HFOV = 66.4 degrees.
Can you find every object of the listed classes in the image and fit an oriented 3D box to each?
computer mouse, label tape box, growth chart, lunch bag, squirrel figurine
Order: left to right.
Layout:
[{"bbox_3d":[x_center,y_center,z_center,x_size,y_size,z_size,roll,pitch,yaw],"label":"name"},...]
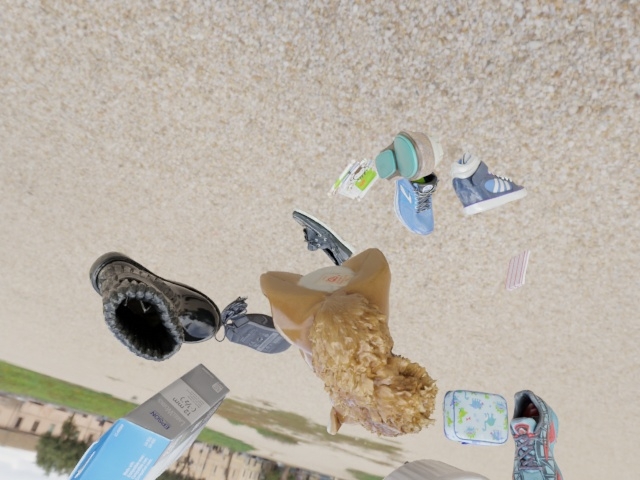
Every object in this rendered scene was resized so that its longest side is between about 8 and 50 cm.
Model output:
[{"bbox_3d":[-0.378,0.448,1.064,0.115,0.249,0.347,39,-161,8],"label":"label tape box"},{"bbox_3d":[-0.195,0.252,1.442,0.272,0.072,0.188,31,119,-34],"label":"computer mouse"},{"bbox_3d":[0.064,0.259,1.015,0.280,0.371,0.397,-15,-160,-9],"label":"squirrel figurine"},{"bbox_3d":[0.128,-0.212,1.691,0.021,0.172,0.237,44,-161,27],"label":"growth chart"},{"bbox_3d":[0.527,0.607,1.667,0.218,0.176,0.090,10,155,-13],"label":"lunch bag"}]

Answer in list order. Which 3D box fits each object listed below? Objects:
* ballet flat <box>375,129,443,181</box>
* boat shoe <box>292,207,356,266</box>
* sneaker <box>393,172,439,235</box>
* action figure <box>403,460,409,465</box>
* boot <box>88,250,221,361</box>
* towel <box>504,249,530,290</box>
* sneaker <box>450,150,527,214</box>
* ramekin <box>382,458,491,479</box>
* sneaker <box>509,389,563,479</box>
[{"bbox_3d":[0.204,-0.189,1.070,0.106,0.108,0.316,-14,-171,-6],"label":"ballet flat"},{"bbox_3d":[-0.002,-0.001,1.853,0.127,0.113,0.340,28,172,46],"label":"boat shoe"},{"bbox_3d":[0.319,-0.161,1.630,0.147,0.129,0.330,33,146,63],"label":"sneaker"},{"bbox_3d":[0.200,0.819,1.502,0.141,0.275,0.164,61,167,-16],"label":"action figure"},{"bbox_3d":[-0.316,0.165,1.025,0.348,0.131,0.260,35,173,-37],"label":"boot"},{"bbox_3d":[0.806,0.126,1.994,0.029,0.144,0.197,14,167,5],"label":"towel"},{"bbox_3d":[0.630,-0.241,1.846,0.322,0.237,0.130,-16,175,-28],"label":"sneaker"},{"bbox_3d":[0.184,0.496,0.805,0.272,0.273,0.127,28,169,-24],"label":"ramekin"},{"bbox_3d":[0.441,0.438,1.046,0.104,0.262,0.125,-25,113,34],"label":"sneaker"}]
